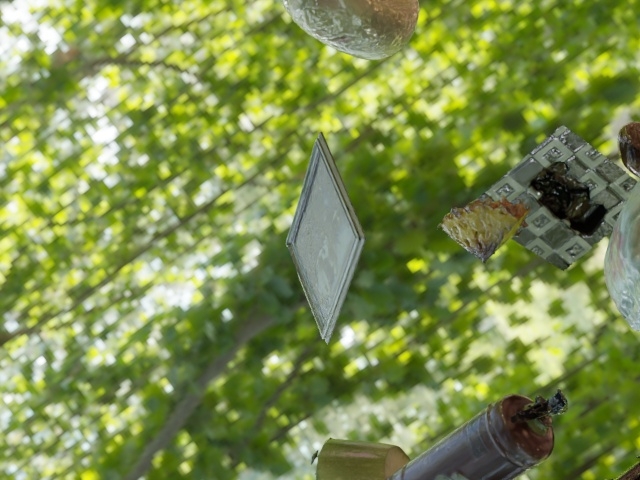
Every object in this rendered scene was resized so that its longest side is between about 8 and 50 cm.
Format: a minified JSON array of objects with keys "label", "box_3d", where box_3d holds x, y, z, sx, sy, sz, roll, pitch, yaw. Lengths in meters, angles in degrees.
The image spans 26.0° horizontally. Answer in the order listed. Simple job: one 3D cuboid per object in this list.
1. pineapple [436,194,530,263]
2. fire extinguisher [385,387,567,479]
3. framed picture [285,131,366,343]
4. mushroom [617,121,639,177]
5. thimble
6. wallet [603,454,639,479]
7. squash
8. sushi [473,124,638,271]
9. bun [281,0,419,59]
[{"label":"pineapple","box_3d":[0.215,-0.016,1.669,0.114,0.114,0.077,-11,-94,-51]},{"label":"fire extinguisher","box_3d":[0.214,0.281,1.827,0.138,0.344,0.102,-3,-121,-48]},{"label":"framed picture","box_3d":[0.000,0.000,2.305,0.296,0.019,0.232,106,149,-49]},{"label":"mushroom","box_3d":[0.479,-0.118,1.951,0.088,0.130,0.072,-67,-13,-56]},{"label":"thimble","box_3d":[0.416,0.012,1.550,0.185,0.211,0.149,44,163,20]},{"label":"wallet","box_3d":[0.590,0.422,2.127,0.262,0.221,0.071,57,157,8]},{"label":"squash","box_3d":[0.068,0.373,2.081,0.170,0.123,0.170,38,-136,-51]},{"label":"sushi","box_3d":[0.347,-0.071,2.028,0.215,0.192,0.050,31,-150,-30]},{"label":"bun","box_3d":[0.041,-0.386,2.243,0.244,0.153,0.243,30,-147,-22]}]
